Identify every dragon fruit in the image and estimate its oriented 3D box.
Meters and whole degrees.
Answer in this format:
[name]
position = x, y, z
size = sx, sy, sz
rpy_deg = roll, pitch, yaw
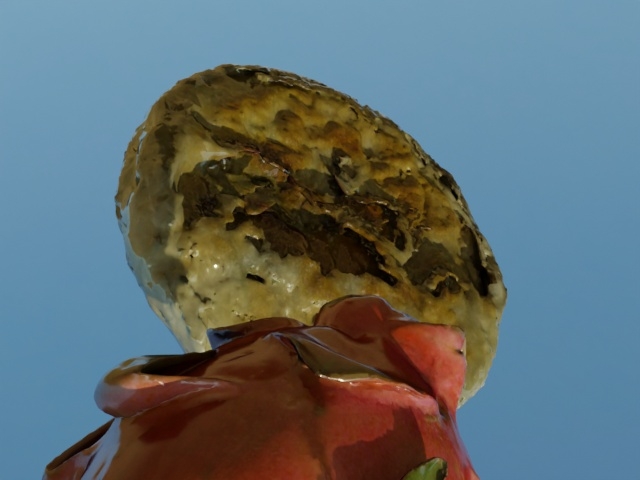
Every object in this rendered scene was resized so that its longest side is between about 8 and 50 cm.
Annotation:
[dragon fruit]
position = -0.023, 0.137, 0.703
size = 0.224, 0.224, 0.227
rpy_deg = 20, -145, 33

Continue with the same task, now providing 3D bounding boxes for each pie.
[pie]
position = 0.000, 0.000, 1.041
size = 0.339, 0.077, 0.339
rpy_deg = 20, -131, -25
